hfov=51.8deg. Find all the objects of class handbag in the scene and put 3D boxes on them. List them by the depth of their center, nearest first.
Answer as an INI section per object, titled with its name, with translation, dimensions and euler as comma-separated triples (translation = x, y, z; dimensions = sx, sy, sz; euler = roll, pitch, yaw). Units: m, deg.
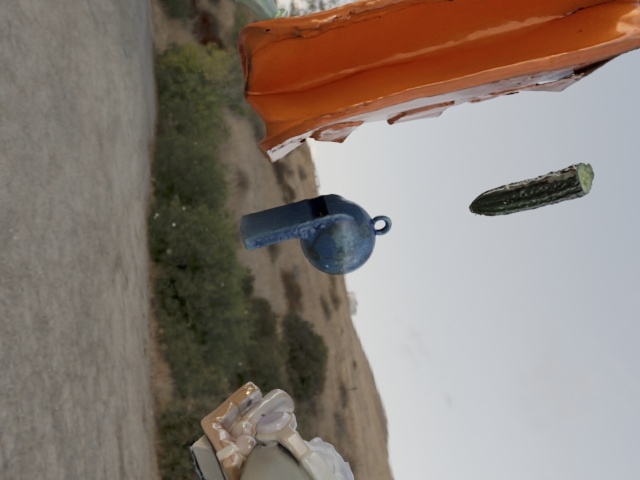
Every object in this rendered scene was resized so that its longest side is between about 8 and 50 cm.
[handbag]
translation = 0.121, -0.193, 0.722
dimensions = 0.303, 0.410, 0.116
euler = -136, -149, -86

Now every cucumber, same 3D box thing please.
[cucumber]
translation = 0.457, -0.102, 1.435
dimensions = 0.077, 0.265, 0.077
euler = 44, 38, -49

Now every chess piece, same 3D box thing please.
[chess piece]
translation = -0.115, -0.503, 1.458
dimensions = 0.272, 0.139, 0.139
euler = 54, 9, -34

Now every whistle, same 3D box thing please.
[whistle]
translation = 0.000, 0.000, 0.703
dimensions = 0.090, 0.158, 0.090
euler = 165, -90, -89

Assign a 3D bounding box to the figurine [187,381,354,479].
[figurine]
translation = -0.039, 0.259, 0.739
dimensions = 0.237, 0.141, 0.162
euler = 15, -56, 53
